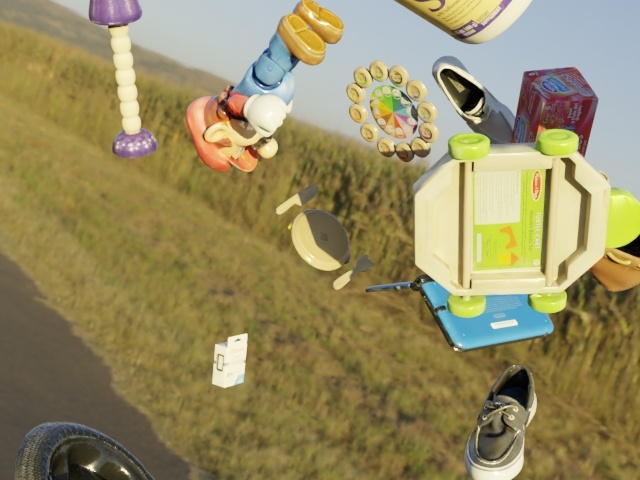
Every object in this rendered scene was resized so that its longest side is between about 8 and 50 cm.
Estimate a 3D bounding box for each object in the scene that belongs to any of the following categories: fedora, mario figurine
[{"bbox_3d":[-0.334,0.407,1.308,0.334,0.152,0.334,47,9,-10],"label":"fedora"},{"bbox_3d":[-0.072,-0.207,1.472,0.198,0.320,0.170,-6,62,-43],"label":"mario figurine"}]

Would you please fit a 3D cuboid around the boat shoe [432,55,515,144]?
[{"bbox_3d":[0.352,-0.302,2.147,0.267,0.096,0.088,49,20,-15],"label":"boat shoe"}]

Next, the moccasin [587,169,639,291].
[{"bbox_3d":[0.430,-0.036,1.534,0.147,0.139,0.380,-26,-51,38],"label":"moccasin"}]

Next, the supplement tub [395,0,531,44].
[{"bbox_3d":[0.172,-0.484,1.499,0.331,0.241,0.241,25,1,-23],"label":"supplement tub"}]

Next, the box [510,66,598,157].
[{"bbox_3d":[0.485,-0.223,2.024,0.123,0.256,0.128,-6,42,-7],"label":"box"}]

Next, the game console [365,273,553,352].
[{"bbox_3d":[0.286,0.144,1.982,0.293,0.173,0.250,-5,56,-37],"label":"game console"}]

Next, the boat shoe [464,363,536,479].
[{"bbox_3d":[0.251,0.241,1.309,0.080,0.076,0.228,6,24,26],"label":"boat shoe"}]

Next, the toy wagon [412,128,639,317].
[{"bbox_3d":[0.303,-0.025,1.341,0.345,0.267,0.068,-3,27,1],"label":"toy wagon"}]

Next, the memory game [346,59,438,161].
[{"bbox_3d":[0.116,-0.210,1.576,0.186,0.186,0.012,23,47,33],"label":"memory game"}]

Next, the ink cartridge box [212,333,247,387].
[{"bbox_3d":[-0.146,0.190,1.544,0.028,0.083,0.048,13,11,35],"label":"ink cartridge box"}]

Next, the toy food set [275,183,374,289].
[{"bbox_3d":[0.000,0.000,1.762,0.132,0.038,0.192,-34,86,-41],"label":"toy food set"}]

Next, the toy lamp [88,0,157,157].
[{"bbox_3d":[-0.292,-0.258,1.410,0.080,0.274,0.080,-1,29,1],"label":"toy lamp"}]
